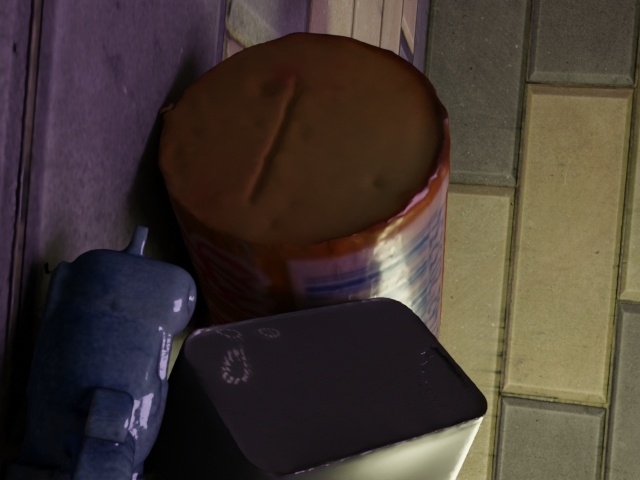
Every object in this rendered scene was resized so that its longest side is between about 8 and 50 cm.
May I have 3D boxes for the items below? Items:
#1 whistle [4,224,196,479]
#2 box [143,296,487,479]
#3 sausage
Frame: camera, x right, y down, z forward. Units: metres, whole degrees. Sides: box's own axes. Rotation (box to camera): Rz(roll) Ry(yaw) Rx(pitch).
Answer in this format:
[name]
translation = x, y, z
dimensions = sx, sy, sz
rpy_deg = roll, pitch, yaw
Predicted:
[whistle]
translation = -0.135, 0.120, 0.498
dimensions = 0.180, 0.093, 0.269
rpy_deg = 151, -52, -73
[box]
translation = -0.005, 0.139, 0.598
dimensions = 0.163, 0.243, 0.135
rpy_deg = 51, -48, 38
[sausage]
translation = 0.000, 0.000, 0.755
dimensions = 0.287, 0.233, 0.233
rpy_deg = 81, 18, -54
